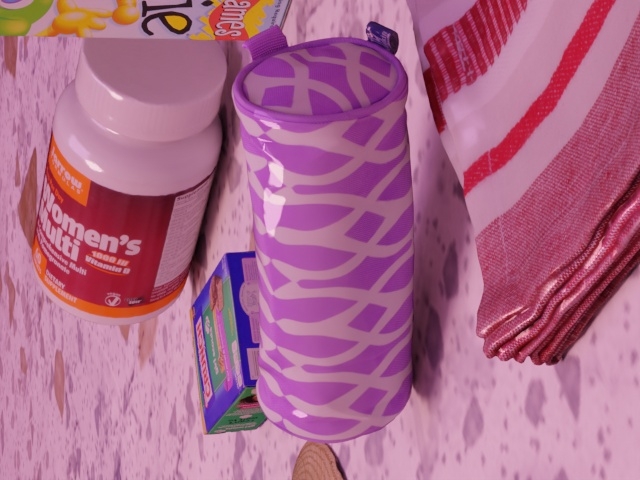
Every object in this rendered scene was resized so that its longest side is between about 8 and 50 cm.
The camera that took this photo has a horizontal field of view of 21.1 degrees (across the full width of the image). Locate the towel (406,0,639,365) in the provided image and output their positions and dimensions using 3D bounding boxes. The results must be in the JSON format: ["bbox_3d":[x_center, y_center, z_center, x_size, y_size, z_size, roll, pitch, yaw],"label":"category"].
[{"bbox_3d":[0.086,-0.143,0.708,0.237,0.037,0.329,117,148,-52],"label":"towel"}]

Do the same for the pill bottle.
[{"bbox_3d":[-0.137,-0.051,1.236,0.221,0.121,0.121,108,154,-45],"label":"pill bottle"}]

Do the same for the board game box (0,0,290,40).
[{"bbox_3d":[-0.154,-0.218,1.038,0.142,0.275,0.144,112,151,-49],"label":"board game box"}]

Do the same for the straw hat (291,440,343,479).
[{"bbox_3d":[-0.026,0.189,1.012,0.144,0.061,0.144,180,90,-71],"label":"straw hat"}]

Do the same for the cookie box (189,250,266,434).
[{"bbox_3d":[-0.051,0.067,1.111,0.107,0.040,0.092,126,139,-62],"label":"cookie box"}]

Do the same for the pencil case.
[{"bbox_3d":[0.000,0.000,0.833,0.088,0.086,0.206,27,132,38],"label":"pencil case"}]
